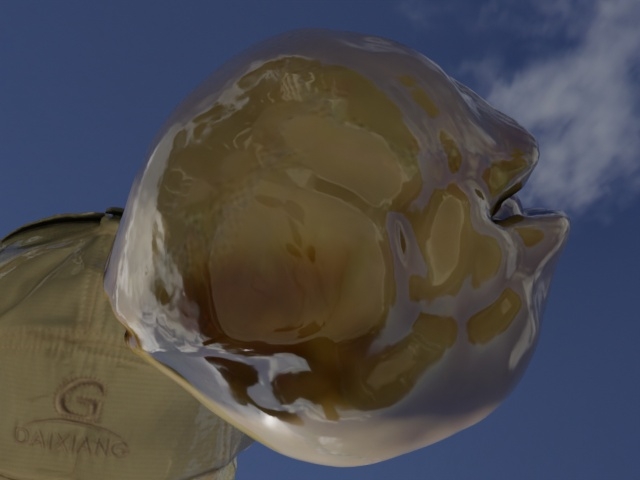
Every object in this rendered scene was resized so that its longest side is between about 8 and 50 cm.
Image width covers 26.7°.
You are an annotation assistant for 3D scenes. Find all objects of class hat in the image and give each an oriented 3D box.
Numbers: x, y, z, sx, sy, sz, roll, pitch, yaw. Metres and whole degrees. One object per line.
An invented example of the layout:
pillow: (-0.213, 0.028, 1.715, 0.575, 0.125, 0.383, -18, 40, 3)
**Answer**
hat: (-0.142, 0.107, 0.729, 0.220, 0.226, 0.164, 8, -56, 1)

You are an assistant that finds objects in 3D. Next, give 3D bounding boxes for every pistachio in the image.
pistachio: (0.000, 0.000, 0.437, 0.144, 0.215, 0.144, 0, -86, -7)
